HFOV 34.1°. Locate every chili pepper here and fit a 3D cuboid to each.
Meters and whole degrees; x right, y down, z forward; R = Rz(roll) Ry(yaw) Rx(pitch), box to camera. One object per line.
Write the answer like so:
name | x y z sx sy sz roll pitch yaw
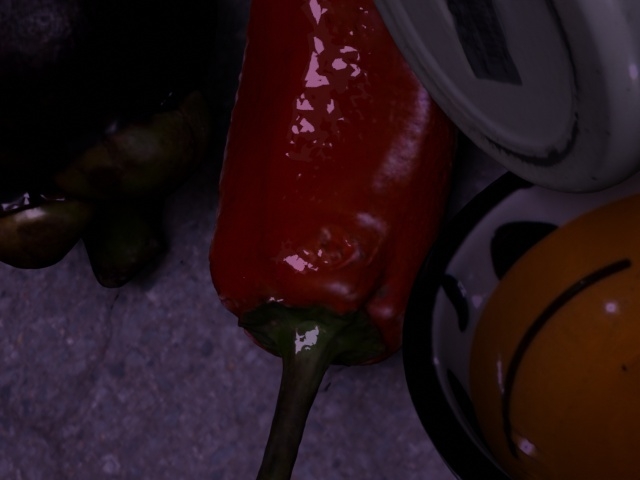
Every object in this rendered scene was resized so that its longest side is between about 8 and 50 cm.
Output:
chili pepper | 0.003 0.001 0.589 0.131 0.134 0.338 154 125 -65

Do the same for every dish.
dish | 0.185 0.065 0.462 0.303 0.120 0.303 -10 40 9

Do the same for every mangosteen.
mangosteen | -0.184 -0.112 0.661 0.287 0.287 0.233 -14 44 22

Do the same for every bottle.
bottle | 0.195 -0.204 0.475 0.352 0.229 0.229 -35 64 -8
